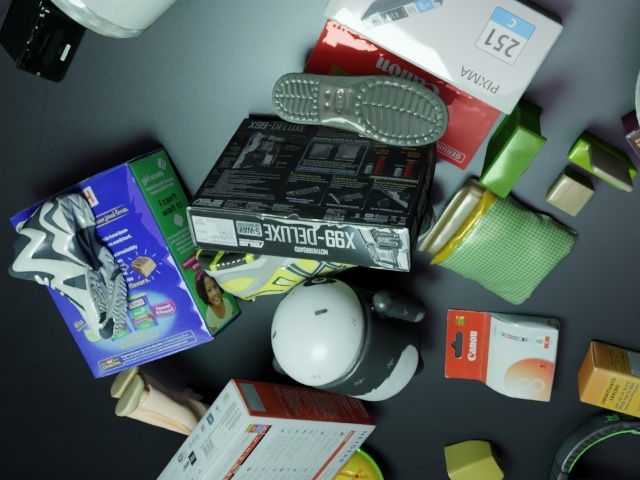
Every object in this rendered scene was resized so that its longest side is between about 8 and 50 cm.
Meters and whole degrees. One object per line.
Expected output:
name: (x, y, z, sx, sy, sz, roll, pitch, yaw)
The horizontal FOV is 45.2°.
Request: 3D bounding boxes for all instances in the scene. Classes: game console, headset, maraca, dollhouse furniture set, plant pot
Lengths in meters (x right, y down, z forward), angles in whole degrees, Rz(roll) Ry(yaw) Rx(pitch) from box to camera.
game console: (-0.444, -0.332, 1.225, 0.107, 0.071, 0.122, 18, 126, -30)
headset: (0.502, 0.489, 1.289, 0.243, 0.185, 0.394, 9, 104, 1)
maraca: (0.053, 0.441, 1.454, 0.127, 0.099, 0.185, -25, 83, 17)
dollhouse furniture set: (0.288, -0.020, 1.115, 0.197, 0.151, 0.301, 30, 120, -2)
plant pot: (0.282, 0.409, 1.385, 0.083, 0.081, 0.081, -29, 107, 15)

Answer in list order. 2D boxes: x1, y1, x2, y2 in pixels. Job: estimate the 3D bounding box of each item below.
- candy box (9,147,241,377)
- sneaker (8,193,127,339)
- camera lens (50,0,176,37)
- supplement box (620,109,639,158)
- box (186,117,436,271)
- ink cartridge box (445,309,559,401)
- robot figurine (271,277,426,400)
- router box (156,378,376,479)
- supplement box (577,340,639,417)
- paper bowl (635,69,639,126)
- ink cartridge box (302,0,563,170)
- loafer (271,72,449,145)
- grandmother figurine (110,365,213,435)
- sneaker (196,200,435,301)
candy box: (-0.327, 0.042, 1.303, 0.268, 0.122, 0.317, -20, 102, 24)
sneaker: (-0.410, 0.056, 1.218, 0.153, 0.094, 0.235, -18, 101, 25)
camera lens: (-0.242, -0.419, 1.006, 0.274, 0.219, 0.219, -33, 105, 27)
supplement box: (0.508, -0.109, 1.051, 0.104, 0.081, 0.188, -32, 105, 26)
box: (-0.003, -0.076, 1.099, 0.307, 0.242, 0.076, 5, 130, 14)
ink cartridge box: (0.300, 0.191, 1.285, 0.179, 0.045, 0.145, 3, 117, 10)
robot figurine: (0.048, 0.157, 1.223, 0.173, 0.278, 0.209, 27, 92, 45)
router box: (-0.112, 0.401, 1.349, 0.301, 0.082, 0.335, 18, 117, -43)
supplement box: (0.539, 0.238, 1.228, 0.233, 0.080, 0.078, 13, 122, 5)
paper bowl: (0.526, -0.189, 0.891, 0.284, 0.148, 0.284, -2, 79, 13)
ink cartridge box: (0.140, -0.259, 1.079, 0.296, 0.066, 0.261, 28, 120, -1)
loafer: (0.060, -0.196, 1.100, 0.251, 0.087, 0.094, 13, 105, 6)
grandmother figurine: (-0.219, 0.336, 1.418, 0.342, 0.208, 0.104, 35, 101, -27)
sneaker: (0.000, 0.000, 1.232, 0.385, 0.145, 0.147, -11, 139, 19)
